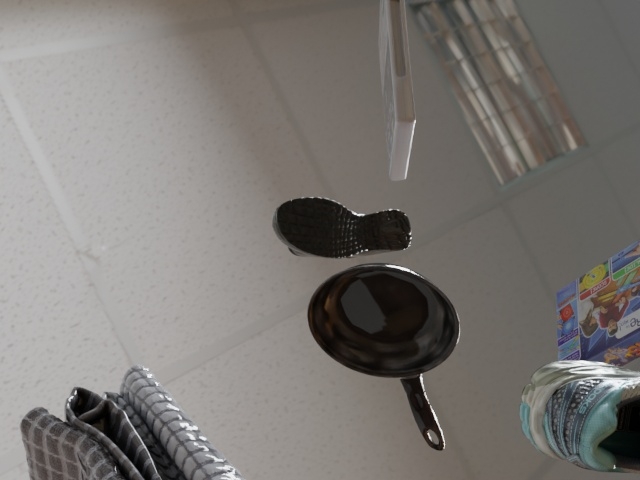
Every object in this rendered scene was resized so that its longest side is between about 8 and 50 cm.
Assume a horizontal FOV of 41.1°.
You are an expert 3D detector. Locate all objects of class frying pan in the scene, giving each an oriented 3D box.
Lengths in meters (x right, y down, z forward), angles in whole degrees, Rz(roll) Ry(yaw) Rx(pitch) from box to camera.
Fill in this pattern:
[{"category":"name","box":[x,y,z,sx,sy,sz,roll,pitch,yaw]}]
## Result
[{"category":"frying pan","box":[0.126,0.142,1.129,0.326,0.197,0.053,42,-145,-21]}]

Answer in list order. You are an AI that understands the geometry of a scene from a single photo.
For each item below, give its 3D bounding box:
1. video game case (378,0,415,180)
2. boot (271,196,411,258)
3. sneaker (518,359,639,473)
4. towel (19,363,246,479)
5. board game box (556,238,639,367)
[{"category":"video game case","box":[0.079,-0.173,0.904,0.022,0.190,0.173,-4,-103,2]},{"category":"boot","box":[0.000,0.000,1.256,0.247,0.161,0.083,5,-104,-39]},{"category":"sneaker","box":[0.321,0.156,0.716,0.283,0.122,0.110,-5,-84,-9]},{"category":"towel","box":[-0.149,0.275,0.694,0.121,0.235,0.283,-11,-66,-30]},{"category":"board game box","box":[0.358,0.071,0.988,0.035,0.201,0.136,31,-135,-18]}]
